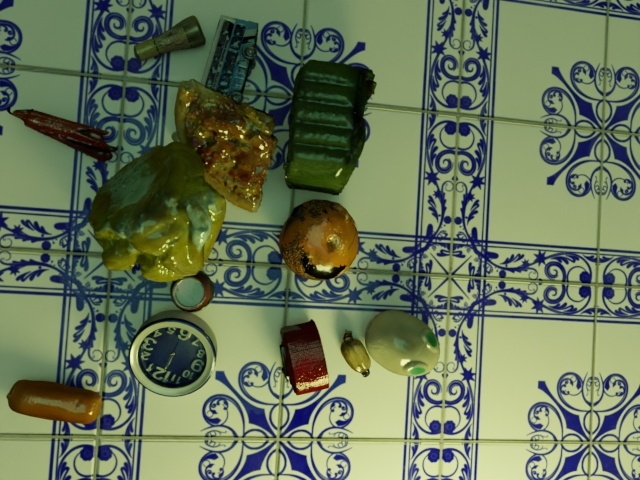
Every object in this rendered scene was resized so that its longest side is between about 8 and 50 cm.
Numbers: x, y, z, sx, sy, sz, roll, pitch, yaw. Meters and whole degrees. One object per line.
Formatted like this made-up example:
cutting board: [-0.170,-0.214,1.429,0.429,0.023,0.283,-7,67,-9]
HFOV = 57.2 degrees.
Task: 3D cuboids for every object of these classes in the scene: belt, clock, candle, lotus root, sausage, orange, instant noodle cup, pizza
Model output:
belt: [-0.053,0.332,1.656,0.124,0.128,0.201,-11,91,-11]
clock: [-0.396,0.304,1.591,0.230,0.083,0.231,-2,109,-5]
candle: [-0.704,-0.297,1.602,0.301,0.059,0.084,19,76,-8]
lotus root: [0.101,0.328,1.715,0.072,0.063,0.152,-19,99,31]
sausage: [-0.707,0.427,1.561,0.238,0.098,0.098,14,86,-10]
orange: [0.000,0.000,1.657,0.234,0.182,0.235,1,87,-23]
instant noodle cup: [-0.355,0.141,1.606,0.127,0.135,0.127,0,88,-9]
pizza: [-0.242,-0.254,1.590,0.277,0.114,0.409,-12,123,17]

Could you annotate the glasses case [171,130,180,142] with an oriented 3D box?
glasses case: [-0.392,-0.273,1.671,0.032,0.021,0.083,-35,94,-8]

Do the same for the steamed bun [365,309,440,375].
steamed bun: [0.245,0.303,1.707,0.228,0.130,0.177,32,81,-5]

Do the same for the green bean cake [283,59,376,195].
green bean cake: [0.022,-0.293,1.597,0.217,0.335,0.320,8,89,0]

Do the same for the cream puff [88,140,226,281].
cream puff: [-0.405,-0.048,1.532,0.378,0.378,0.275,-48,133,-8]

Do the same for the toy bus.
toy bus: [-0.260,-0.474,1.662,0.130,0.106,0.298,16,84,-7]

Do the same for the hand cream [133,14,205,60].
hand cream: [-0.428,-0.557,1.654,0.203,0.084,0.084,-24,92,-3]
